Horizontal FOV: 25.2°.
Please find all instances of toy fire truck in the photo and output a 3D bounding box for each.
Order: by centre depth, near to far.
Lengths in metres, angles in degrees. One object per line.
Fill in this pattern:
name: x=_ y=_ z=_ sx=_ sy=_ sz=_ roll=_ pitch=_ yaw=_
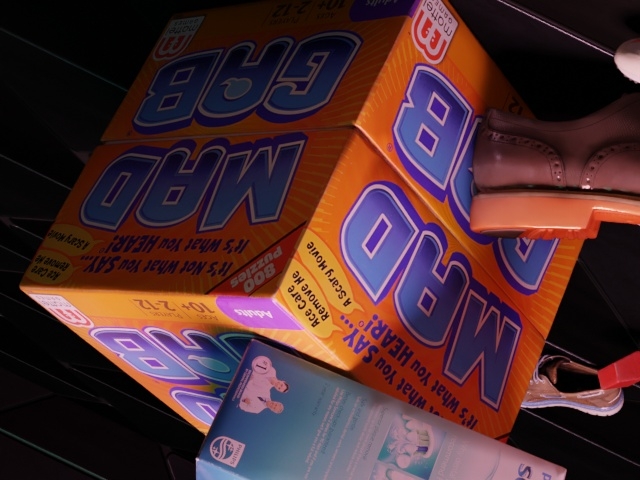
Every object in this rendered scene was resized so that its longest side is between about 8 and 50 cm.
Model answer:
toy fire truck: x=0.441 y=0.191 z=1.718 sx=0.192 sy=0.135 sz=0.047 roll=-9 pitch=164 yaw=-19

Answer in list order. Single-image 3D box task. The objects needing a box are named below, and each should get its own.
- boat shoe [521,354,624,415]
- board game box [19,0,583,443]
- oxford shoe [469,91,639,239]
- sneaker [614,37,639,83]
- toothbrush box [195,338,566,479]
boat shoe: x=0.306 y=0.180 z=1.880 sx=0.183 sy=0.066 sz=0.066 roll=5 pitch=145 yaw=20
board game box: x=0.000 y=0.000 z=1.448 sx=0.356 sy=0.356 sz=0.356 roll=0 pitch=145 yaw=43
oxford shoe: x=0.316 y=-0.071 z=1.284 sx=0.364 sy=0.132 sz=0.130 roll=0 pitch=174 yaw=8
sneaker: x=0.319 y=-0.168 z=1.183 sx=0.161 sy=0.057 sz=0.075 roll=10 pitch=135 yaw=34
toothbrush box: x=0.045 y=0.229 z=1.282 sx=0.296 sy=0.126 sz=0.216 roll=22 pitch=155 yaw=4
